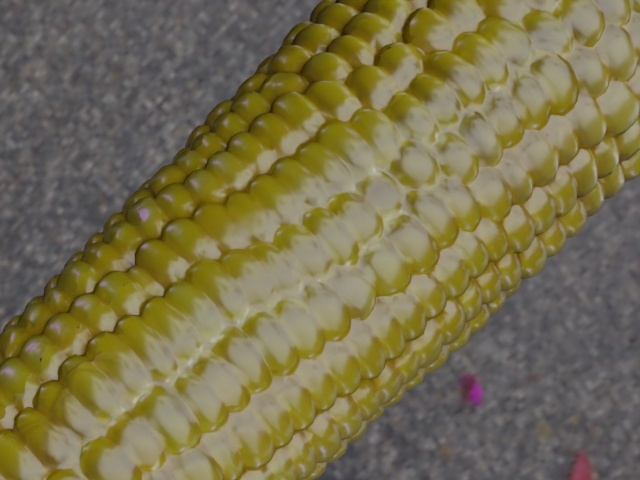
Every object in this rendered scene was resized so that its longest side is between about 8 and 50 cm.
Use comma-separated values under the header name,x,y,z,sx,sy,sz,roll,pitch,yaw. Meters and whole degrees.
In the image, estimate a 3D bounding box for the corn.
name,x,y,z,sx,sy,sz,roll,pitch,yaw
corn,0.000,0.000,0.503,0.305,0.106,0.106,-44,94,-15
